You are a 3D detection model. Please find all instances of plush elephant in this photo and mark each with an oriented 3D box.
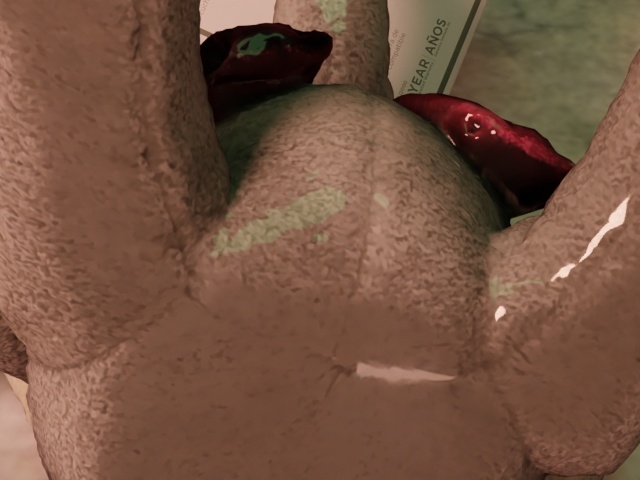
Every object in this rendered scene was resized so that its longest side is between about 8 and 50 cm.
[{"bbox_3d":[0.000,0.000,0.491,0.272,0.329,0.255,7,23,-8],"label":"plush elephant"}]

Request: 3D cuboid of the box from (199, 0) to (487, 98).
[{"bbox_3d":[-0.062,-0.161,0.640,0.290,0.087,0.169,23,77,-5],"label":"box"}]
